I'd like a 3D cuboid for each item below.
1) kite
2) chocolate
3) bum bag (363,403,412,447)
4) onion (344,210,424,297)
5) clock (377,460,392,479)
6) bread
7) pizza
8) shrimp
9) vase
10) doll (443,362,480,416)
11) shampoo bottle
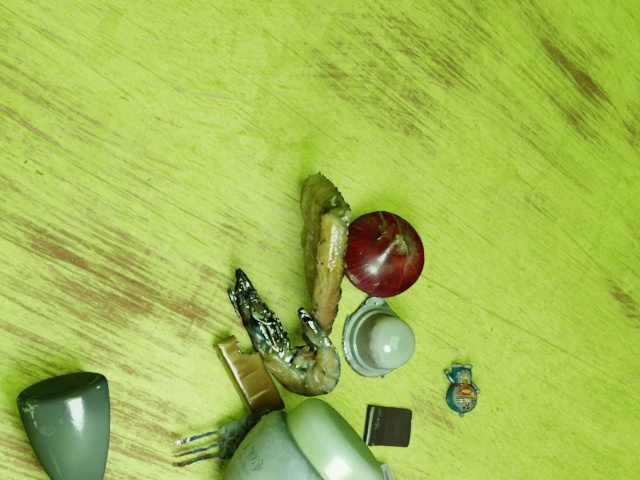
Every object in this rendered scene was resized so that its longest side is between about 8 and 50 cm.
[{"bbox_3d":[-0.221,0.465,1.720,0.245,0.015,0.141,-6,117,-29],"label":"kite"},{"bbox_3d":[0.175,0.257,1.952,0.221,0.147,0.221,6,78,-32],"label":"chocolate"},{"bbox_3d":[0.185,0.501,2.007,0.160,0.026,0.109,13,78,-32],"label":"bum bag"},{"bbox_3d":[0.168,0.039,1.970,0.248,0.161,0.247,-6,106,-21],"label":"onion"},{"bbox_3d":[0.130,0.688,1.931,0.150,0.063,0.197,-18,96,-33],"label":"clock"},{"bbox_3d":[-0.170,0.323,1.774,0.088,0.049,0.226,-31,103,-30],"label":"bread"},{"bbox_3d":[0.004,0.025,1.731,0.080,0.392,0.434,-2,82,-10],"label":"pizza"},{"bbox_3d":[-0.077,0.212,1.745,0.071,0.233,0.364,-41,109,-49],"label":"shrimp"},{"bbox_3d":[-0.489,0.439,1.496,0.173,0.173,0.320,-13,100,-34],"label":"vase"},{"bbox_3d":[0.402,0.426,2.125,0.114,0.085,0.151,10,69,-9],"label":"doll"},{"bbox_3d":[-0.043,0.538,1.664,0.317,0.322,0.322,-43,112,2],"label":"shampoo bottle"}]
